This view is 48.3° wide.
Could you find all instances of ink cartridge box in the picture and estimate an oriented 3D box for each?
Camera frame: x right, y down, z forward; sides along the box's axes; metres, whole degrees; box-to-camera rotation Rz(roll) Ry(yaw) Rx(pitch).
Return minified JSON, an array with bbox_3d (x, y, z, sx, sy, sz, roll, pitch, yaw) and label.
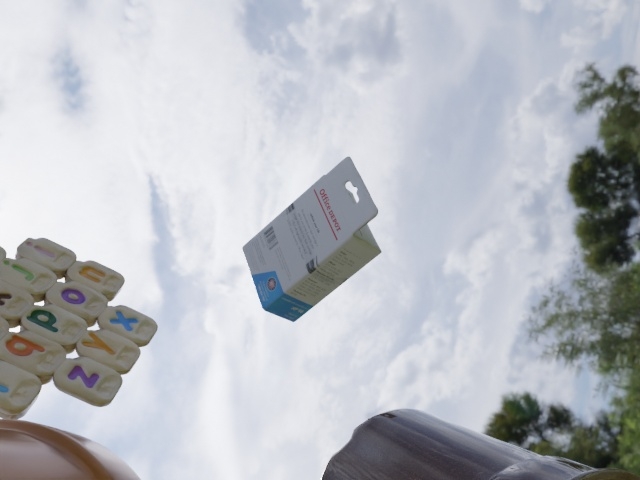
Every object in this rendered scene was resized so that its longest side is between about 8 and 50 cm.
[{"bbox_3d":[0.000,0.000,0.839,0.180,0.104,0.060,-39,-42,19],"label":"ink cartridge box"}]

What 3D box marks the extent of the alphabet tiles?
[{"bbox_3d":[-0.343,0.088,0.834,0.021,0.277,0.284,-62,5,28],"label":"alphabet tiles"}]

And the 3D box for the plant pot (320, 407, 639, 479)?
[{"bbox_3d":[0.088,0.185,0.429,0.166,0.165,0.167,-6,-79,-31],"label":"plant pot"}]

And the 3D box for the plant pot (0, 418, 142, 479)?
[{"bbox_3d":[-0.264,0.240,0.449,0.291,0.290,0.203,-63,-25,-20],"label":"plant pot"}]
